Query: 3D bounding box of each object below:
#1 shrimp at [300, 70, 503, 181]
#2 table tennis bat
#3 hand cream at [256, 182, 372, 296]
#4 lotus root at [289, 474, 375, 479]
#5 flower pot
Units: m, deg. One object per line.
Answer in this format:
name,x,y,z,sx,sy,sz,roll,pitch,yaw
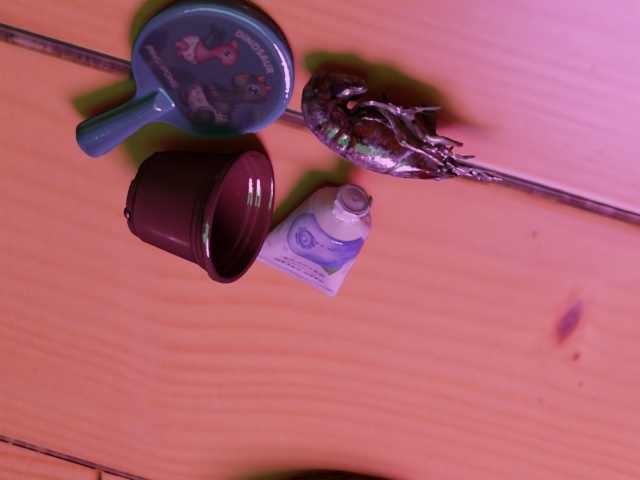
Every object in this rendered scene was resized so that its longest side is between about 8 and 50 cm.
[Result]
shrimp,0.062,-0.079,1.290,0.165,0.065,0.056,19,165,-8
table tennis bat,-0.111,-0.117,1.323,0.201,0.033,0.124,-26,118,28
hand cream,0.000,0.000,1.387,0.084,0.053,0.142,27,143,-10
lotus root,0.025,0.299,1.596,0.235,0.119,0.138,3,132,15
flower pot,-0.100,-0.029,1.360,0.089,0.111,0.111,15,135,24
